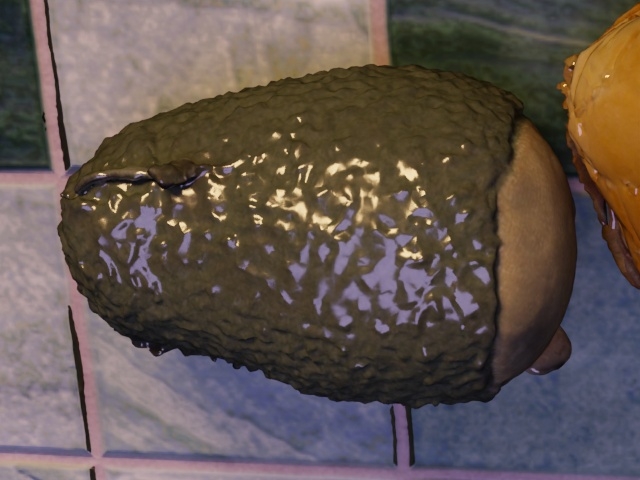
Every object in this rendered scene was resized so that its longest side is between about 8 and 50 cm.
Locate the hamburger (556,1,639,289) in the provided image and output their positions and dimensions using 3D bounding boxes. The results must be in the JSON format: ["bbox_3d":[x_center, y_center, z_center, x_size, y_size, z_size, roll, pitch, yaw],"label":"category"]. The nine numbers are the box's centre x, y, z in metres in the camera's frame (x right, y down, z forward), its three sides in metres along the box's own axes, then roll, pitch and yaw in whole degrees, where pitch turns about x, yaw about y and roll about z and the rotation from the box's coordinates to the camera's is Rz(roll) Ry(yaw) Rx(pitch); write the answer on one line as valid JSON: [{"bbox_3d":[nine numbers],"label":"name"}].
[{"bbox_3d":[0.312,-0.045,1.305,0.318,0.158,0.318,6,117,11],"label":"hamburger"}]

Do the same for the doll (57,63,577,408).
[{"bbox_3d":[0.000,0.000,1.357,0.349,0.247,0.247,1,116,7],"label":"doll"}]
